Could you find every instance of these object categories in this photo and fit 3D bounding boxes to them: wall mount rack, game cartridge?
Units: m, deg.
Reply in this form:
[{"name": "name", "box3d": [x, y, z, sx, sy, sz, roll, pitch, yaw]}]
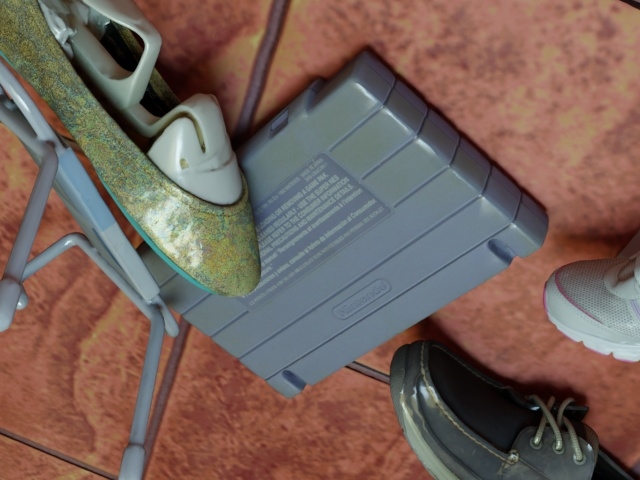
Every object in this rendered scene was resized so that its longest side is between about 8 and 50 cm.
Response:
[{"name": "wall mount rack", "box3d": [-0.215, 0.020, 0.905, 0.304, 0.130, 0.350, 39, 162, 44]}, {"name": "game cartridge", "box3d": [0.000, 0.000, 1.021, 0.230, 0.068, 0.355, 43, 131, -13]}]

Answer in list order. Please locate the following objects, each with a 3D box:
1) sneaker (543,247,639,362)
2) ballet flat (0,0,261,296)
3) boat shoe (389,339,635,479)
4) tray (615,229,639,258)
[{"name": "sneaker", "box3d": [0.296, 0.020, 0.863, 0.252, 0.103, 0.111, -6, 123, 17]}, {"name": "ballet flat", "box3d": [-0.147, -0.108, 0.904, 0.348, 0.123, 0.123, 50, 131, -2]}, {"name": "boat shoe", "box3d": [0.208, 0.198, 1.087, 0.130, 0.132, 0.355, -32, 123, 28]}, {"name": "tray", "box3d": [0.389, 0.052, 0.937, 0.270, 0.030, 0.145, 25, 133, -2]}]
